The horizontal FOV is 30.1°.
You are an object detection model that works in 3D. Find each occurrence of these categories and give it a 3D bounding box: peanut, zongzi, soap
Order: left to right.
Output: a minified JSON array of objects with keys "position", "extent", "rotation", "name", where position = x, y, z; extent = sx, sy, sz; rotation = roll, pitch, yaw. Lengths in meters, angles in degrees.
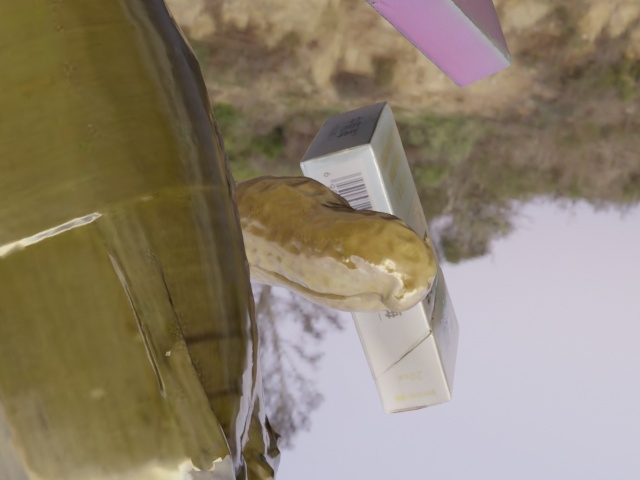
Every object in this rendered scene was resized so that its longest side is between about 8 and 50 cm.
[{"position":[-0.100,-0.007,0.473],"extent":[0.145,0.274,0.300],"rotation":[-23,171,-2],"name":"zongzi"},{"position":[0.000,0.000,0.786],"extent":[0.174,0.080,0.080],"rotation":[20,-167,33],"name":"peanut"},{"position":[0.118,-0.302,1.347],"extent":[0.081,0.181,0.259],"rotation":[-23,156,22],"name":"soap"}]

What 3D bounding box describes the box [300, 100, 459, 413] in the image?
[{"position":[0.060,0.012,1.063],"extent":[0.067,0.243,0.155],"rotation":[-14,-162,16],"name":"box"}]
